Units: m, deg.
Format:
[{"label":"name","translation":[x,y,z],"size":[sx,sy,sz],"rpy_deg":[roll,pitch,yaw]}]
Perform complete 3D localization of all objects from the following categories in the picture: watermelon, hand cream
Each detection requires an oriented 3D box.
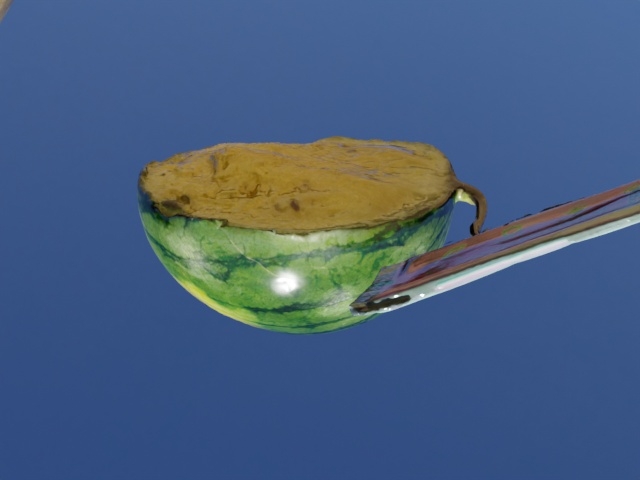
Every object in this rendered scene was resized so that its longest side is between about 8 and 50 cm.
[{"label":"watermelon","translation":[-0.007,-0.001,0.927],"size":[0.232,0.127,0.204],"rpy_deg":[2,-160,1]},{"label":"hand cream","translation":[0.144,-0.020,0.626],"size":[0.079,0.275,0.050],"rpy_deg":[29,-137,-63]}]

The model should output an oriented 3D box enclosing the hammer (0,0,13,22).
[{"label":"hammer","translation":[-0.220,-0.103,0.805],"size":[0.043,0.365,0.111],"rpy_deg":[47,-130,-1]}]
